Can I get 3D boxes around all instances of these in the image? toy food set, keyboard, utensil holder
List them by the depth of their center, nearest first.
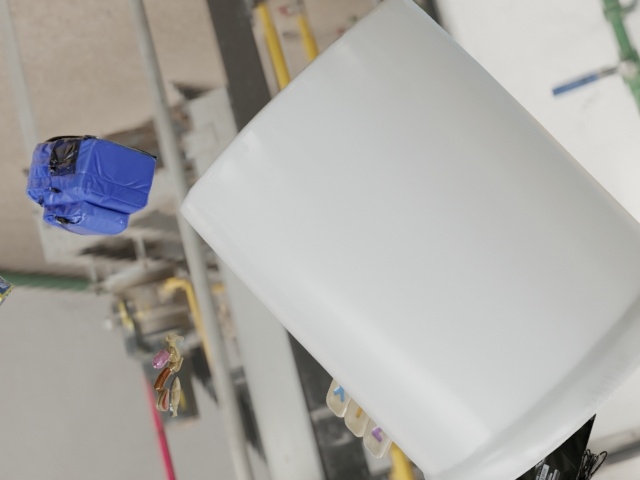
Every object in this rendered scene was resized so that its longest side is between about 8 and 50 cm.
[{"bbox_3d":[0.106,0.003,1.305,0.327,0.385,0.327,-44,179,-1],"label":"utensil holder"},{"bbox_3d":[0.247,0.268,1.482,0.100,0.192,0.038,25,159,-4],"label":"keyboard"},{"bbox_3d":[-0.232,0.202,2.031,0.019,0.122,0.078,3,172,21],"label":"toy food set"}]

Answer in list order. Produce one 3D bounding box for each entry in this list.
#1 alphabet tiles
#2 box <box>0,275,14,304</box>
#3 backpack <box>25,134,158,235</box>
[{"bbox_3d":[0.094,0.182,2.113,0.021,0.284,0.278,6,115,-37],"label":"alphabet tiles"},{"bbox_3d":[-0.463,0.110,1.721,0.169,0.059,0.054,-51,-175,16],"label":"box"},{"bbox_3d":[-0.246,-0.058,1.391,0.120,0.101,0.098,5,165,45],"label":"backpack"}]
